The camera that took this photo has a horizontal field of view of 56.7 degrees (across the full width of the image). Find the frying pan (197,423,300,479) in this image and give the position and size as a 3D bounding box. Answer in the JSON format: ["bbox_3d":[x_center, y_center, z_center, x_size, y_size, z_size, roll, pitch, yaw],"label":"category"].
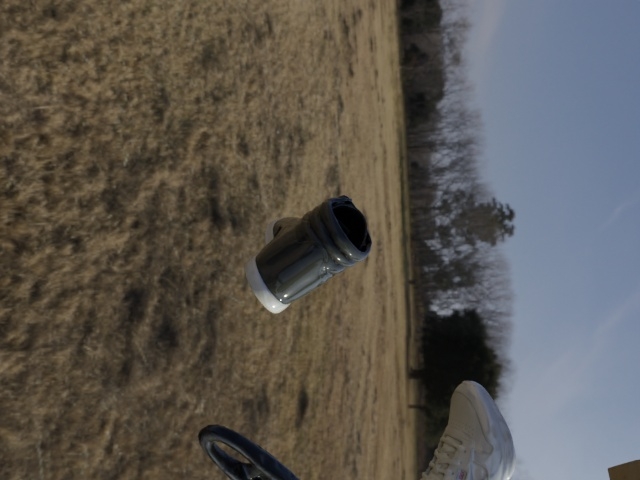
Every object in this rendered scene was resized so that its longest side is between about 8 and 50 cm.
[{"bbox_3d":[0.054,0.236,0.440,0.053,0.198,0.326,-100,175,-56],"label":"frying pan"}]

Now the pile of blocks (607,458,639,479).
[{"bbox_3d":[0.427,0.220,0.447,0.149,0.363,0.112,43,40,-44],"label":"pile of blocks"}]

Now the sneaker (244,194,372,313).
[{"bbox_3d":[0.000,0.000,0.808,0.104,0.147,0.295,58,11,-8],"label":"sneaker"}]

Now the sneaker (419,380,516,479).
[{"bbox_3d":[0.212,0.372,0.912,0.114,0.152,0.304,167,-72,-68],"label":"sneaker"}]
